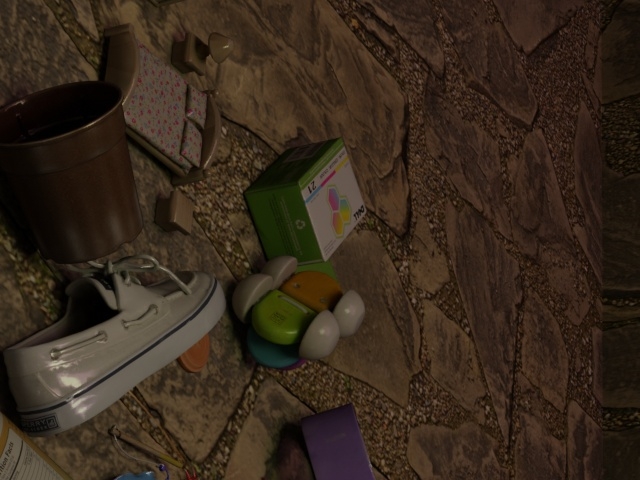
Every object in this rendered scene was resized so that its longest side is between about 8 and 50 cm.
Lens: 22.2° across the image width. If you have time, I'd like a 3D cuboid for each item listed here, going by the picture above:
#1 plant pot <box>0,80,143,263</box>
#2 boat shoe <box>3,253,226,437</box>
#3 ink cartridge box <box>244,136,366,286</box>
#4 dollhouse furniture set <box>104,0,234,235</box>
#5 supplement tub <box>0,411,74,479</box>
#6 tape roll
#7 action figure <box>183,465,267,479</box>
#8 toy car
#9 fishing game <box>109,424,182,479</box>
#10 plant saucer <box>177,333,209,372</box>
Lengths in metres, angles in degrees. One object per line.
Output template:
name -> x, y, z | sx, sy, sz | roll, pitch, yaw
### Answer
plant pot -> -0.282, -0.073, 1.848 | 0.167, 0.167, 0.165 | -58, 140, -54
boat shoe -> -0.247, 0.080, 1.901 | 0.367, 0.136, 0.156 | -36, 111, -51
ink cartridge box -> 0.000, 0.000, 2.442 | 0.189, 0.097, 0.255 | -50, 124, -57
dollhouse furniture set -> -0.184, -0.234, 2.068 | 0.303, 0.174, 0.355 | 39, 47, -53
supplement tub -> -0.320, 0.276, 1.444 | 0.316, 0.228, 0.228 | 48, 37, -20
tape roll -> 0.036, 0.333, 2.330 | 0.189, 0.080, 0.189 | 163, -90, -89
action figure -> -0.093, 0.348, 2.140 | 0.280, 0.091, 0.139 | -16, 104, -65
toy car -> -0.040, 0.117, 2.297 | 0.182, 0.159, 0.136 | -37, 152, -56
fishing game -> -0.189, 0.359, 1.937 | 0.189, 0.041, 0.264 | 39, 35, -41
plant saucer -> -0.169, 0.133, 2.150 | 0.083, 0.013, 0.083 | 32, 53, -56
